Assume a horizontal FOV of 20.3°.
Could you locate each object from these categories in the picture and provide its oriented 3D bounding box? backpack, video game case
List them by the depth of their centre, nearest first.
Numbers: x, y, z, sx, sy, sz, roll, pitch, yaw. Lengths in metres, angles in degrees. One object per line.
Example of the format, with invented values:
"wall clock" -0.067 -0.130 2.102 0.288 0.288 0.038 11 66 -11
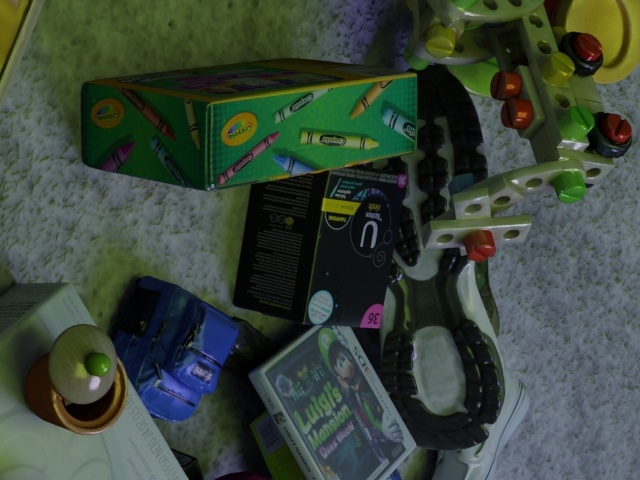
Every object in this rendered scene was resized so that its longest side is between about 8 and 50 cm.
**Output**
"backpack" -0.142 0.107 1.662 0.098 0.101 0.120 34 77 -40
"video game case" 0.016 0.173 1.812 0.173 0.022 0.190 60 30 -3

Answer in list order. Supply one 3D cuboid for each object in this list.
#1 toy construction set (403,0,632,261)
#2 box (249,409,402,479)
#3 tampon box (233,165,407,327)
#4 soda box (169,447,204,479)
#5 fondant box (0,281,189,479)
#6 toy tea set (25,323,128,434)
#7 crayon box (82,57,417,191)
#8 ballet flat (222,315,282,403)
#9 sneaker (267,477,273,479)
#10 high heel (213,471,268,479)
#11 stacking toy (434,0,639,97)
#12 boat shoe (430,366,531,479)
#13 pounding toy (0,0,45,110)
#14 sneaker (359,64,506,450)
"toy construction set" 0.177 -0.139 1.752 0.215 0.151 0.328 7 68 -29
"box" 0.013 0.232 1.843 0.042 0.109 0.178 -40 148 23
"tampon box" 0.000 0.000 1.789 0.120 0.101 0.161 5 96 -48
"soda box" -0.183 0.266 1.687 0.169 0.053 0.060 -36 124 -36
"fondant box" -0.288 0.223 1.496 0.330 0.096 0.238 -42 114 -32
"toy tea set" -0.252 0.210 1.383 0.200 0.124 0.336 31 69 -35
"crayon box" -0.061 -0.112 1.648 0.278 0.165 0.081 -13 109 -45
"ballet flat" -0.068 0.123 1.798 0.173 0.049 0.057 52 48 -48
"sneaker" -0.068 0.376 1.820 0.129 0.111 0.297 40 61 -37
"high heel" -0.138 0.392 1.665 0.181 0.127 0.377 67 42 -73
"stacking toy" 0.200 -0.305 1.961 0.279 0.130 0.309 -20 108 -26
"boat shoe" 0.164 0.235 2.059 0.076 0.083 0.226 52 49 -28
"pounding toy" -0.317 -0.208 1.393 0.206 0.094 0.181 30 77 -48
"sneaker" 0.121 0.010 1.939 0.182 0.158 0.410 -51 139 -73
